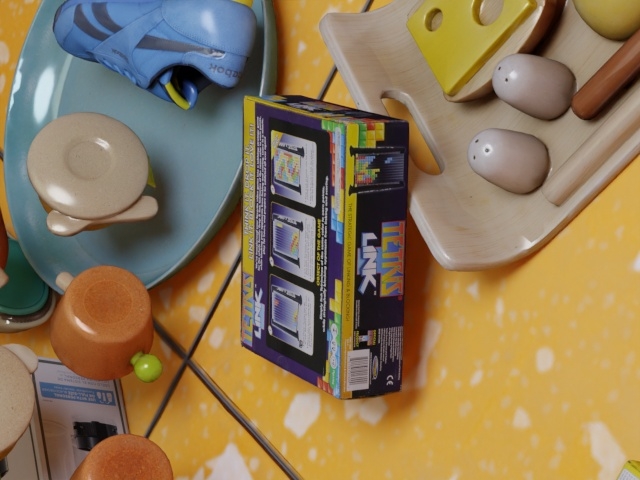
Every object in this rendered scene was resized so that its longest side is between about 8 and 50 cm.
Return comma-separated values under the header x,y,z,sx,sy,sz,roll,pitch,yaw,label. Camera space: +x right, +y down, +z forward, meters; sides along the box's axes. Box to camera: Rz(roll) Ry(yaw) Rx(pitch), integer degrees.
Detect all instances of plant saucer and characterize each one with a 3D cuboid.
x,y,z,sx,sy,sz,roll,pitch,yaw,label
-0.134,-0.106,1.318,0.318,0.044,0.317,-14,70,43,plant saucer

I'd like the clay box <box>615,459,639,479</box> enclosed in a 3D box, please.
x,y,z,sx,sy,sz,roll,pitch,yaw,label
0.210,0.222,0.858,0.222,0.053,0.127,39,108,43,clay box

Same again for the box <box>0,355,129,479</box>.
x,y,z,sx,sy,sz,roll,pitch,yaw,label
-0.205,0.250,1.266,0.169,0.087,0.290,-35,56,36,box

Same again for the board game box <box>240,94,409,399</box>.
x,y,z,sx,sy,sz,roll,pitch,yaw,label
0.000,0.000,1.092,0.141,0.048,0.170,24,115,60,board game box

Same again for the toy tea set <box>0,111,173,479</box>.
x,y,z,sx,sy,sz,roll,pitch,yaw,label
-0.202,0.075,1.210,0.124,0.200,0.336,113,149,-61,toy tea set

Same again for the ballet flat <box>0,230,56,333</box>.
x,y,z,sx,sy,sz,roll,pitch,yaw,label
-0.286,0.022,1.431,0.086,0.086,0.248,-59,44,17,ballet flat

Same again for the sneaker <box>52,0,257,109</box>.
x,y,z,sx,sy,sz,roll,pitch,yaw,label
-0.127,-0.134,1.236,0.209,0.069,0.082,1,84,47,sneaker

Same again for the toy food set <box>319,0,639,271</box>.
x,y,z,sx,sy,sz,roll,pitch,yaw,label
0.132,-0.159,1.012,0.306,0.092,0.219,-47,50,28,toy food set
